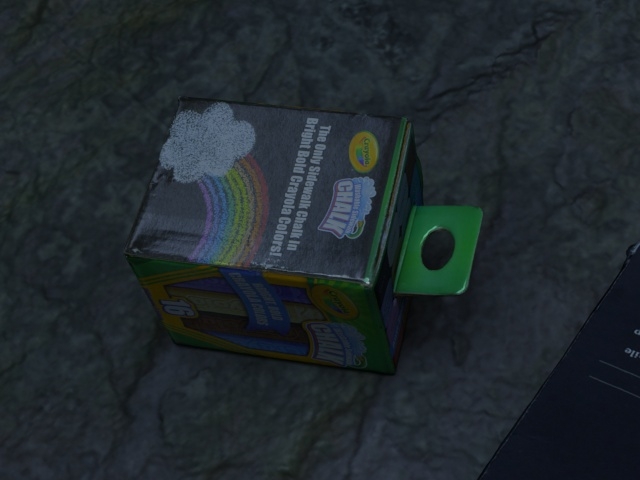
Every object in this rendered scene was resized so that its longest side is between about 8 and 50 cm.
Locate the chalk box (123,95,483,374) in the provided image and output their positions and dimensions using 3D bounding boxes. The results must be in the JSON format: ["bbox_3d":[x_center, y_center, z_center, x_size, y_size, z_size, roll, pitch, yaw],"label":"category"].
[{"bbox_3d":[0.000,0.000,0.844,0.213,0.132,0.132,8,61,14],"label":"chalk box"}]

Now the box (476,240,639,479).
[{"bbox_3d":[0.234,0.206,0.592,0.343,0.179,0.312,25,43,23],"label":"box"}]
